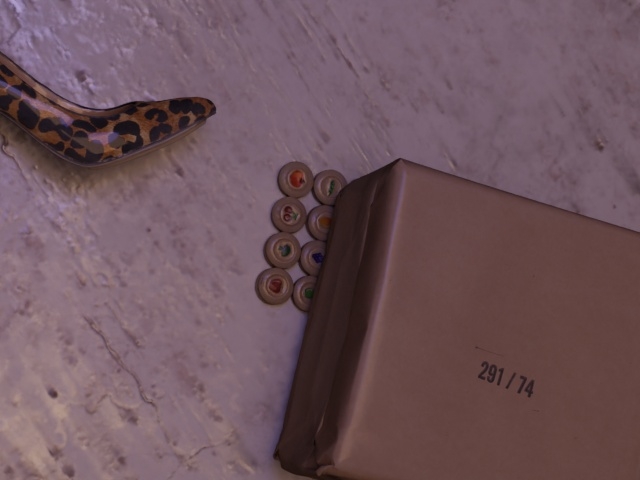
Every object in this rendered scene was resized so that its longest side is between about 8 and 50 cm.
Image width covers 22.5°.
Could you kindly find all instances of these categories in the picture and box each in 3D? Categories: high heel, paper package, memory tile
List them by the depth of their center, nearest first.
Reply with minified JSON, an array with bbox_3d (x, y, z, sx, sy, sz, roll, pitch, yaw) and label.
[{"bbox_3d":[-0.239,-0.154,1.499,0.261,0.093,0.186,-16,97,-11],"label":"high heel"},{"bbox_3d":[0.154,0.111,1.568,0.325,0.168,0.309,16,81,-19],"label":"paper package"},{"bbox_3d":[0.000,0.000,1.613,0.113,0.012,0.148,14,81,-18],"label":"memory tile"}]
